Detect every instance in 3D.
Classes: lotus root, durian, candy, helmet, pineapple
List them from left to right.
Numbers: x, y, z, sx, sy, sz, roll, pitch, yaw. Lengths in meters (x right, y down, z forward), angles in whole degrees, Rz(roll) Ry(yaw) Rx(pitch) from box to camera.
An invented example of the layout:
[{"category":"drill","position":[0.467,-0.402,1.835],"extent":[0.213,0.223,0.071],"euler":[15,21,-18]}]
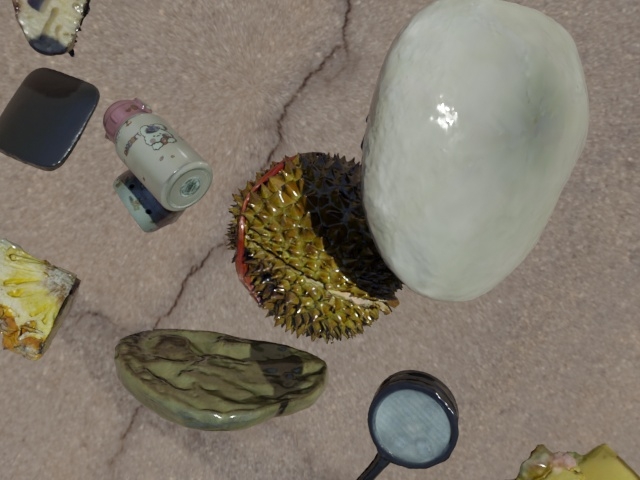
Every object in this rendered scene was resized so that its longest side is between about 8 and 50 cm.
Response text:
[{"category":"pineapple","position":[-0.522,0.106,1.160],"extent":[0.236,0.186,0.114],"euler":[53,133,16]},{"category":"lotus root","position":[-0.579,-0.532,1.414],"extent":[0.170,0.074,0.261],"euler":[15,112,-11]},{"category":"helmet","position":[-0.352,-0.114,1.436],"extent":[0.107,0.177,0.153],"euler":[-30,98,37]},{"category":"durian","position":[-0.004,0.004,1.227],"extent":[0.384,0.347,0.348],"euler":[38,98,17]},{"category":"candy","position":[0.225,-0.119,0.910],"extent":[0.385,0.186,0.427],"euler":[19,91,-35]}]

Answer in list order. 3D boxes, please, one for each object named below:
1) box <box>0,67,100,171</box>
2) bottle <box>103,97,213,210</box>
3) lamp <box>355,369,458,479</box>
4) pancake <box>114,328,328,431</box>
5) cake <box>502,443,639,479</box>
[{"category":"box","position":[-0.530,-0.236,1.260],"extent":[0.212,0.042,0.201],"euler":[19,72,24]},{"category":"bottle","position":[-0.300,-0.163,1.162],"extent":[0.110,0.110,0.233],"euler":[-48,66,6]},{"category":"lamp","position":[0.011,0.247,0.574],"extent":[0.130,0.108,0.372],"euler":[24,111,15]},{"category":"pancake","position":[-0.138,0.179,0.886],"extent":[0.294,0.294,0.050],"euler":[8,101,-8]},{"category":"cake","position":[0.307,0.378,0.707],"extent":[0.222,0.227,0.286],"euler":[-29,125,-11]}]
